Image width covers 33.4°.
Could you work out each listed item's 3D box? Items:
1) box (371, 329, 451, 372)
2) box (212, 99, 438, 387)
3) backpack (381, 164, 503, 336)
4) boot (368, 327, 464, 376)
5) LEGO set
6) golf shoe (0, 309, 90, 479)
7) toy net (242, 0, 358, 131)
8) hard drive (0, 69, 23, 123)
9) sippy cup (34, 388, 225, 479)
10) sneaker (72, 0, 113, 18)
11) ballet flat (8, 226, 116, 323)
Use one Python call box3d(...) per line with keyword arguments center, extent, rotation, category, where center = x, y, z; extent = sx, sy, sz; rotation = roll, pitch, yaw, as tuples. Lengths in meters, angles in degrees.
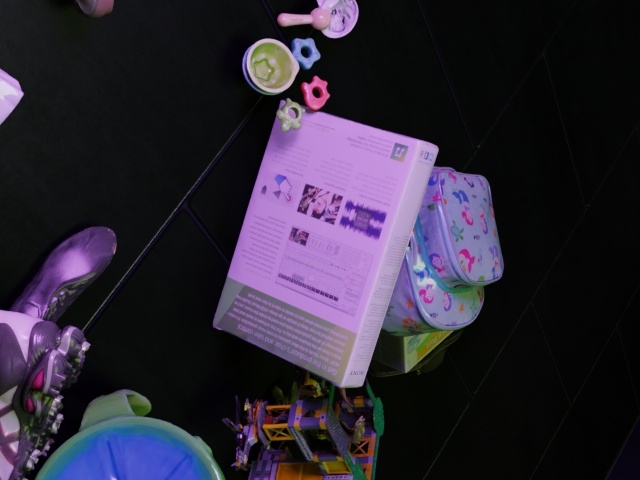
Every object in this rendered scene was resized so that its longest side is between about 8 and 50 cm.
box3d(center=(0.157, 0.107, 1.754), extent=(0.203, 0.103, 0.114), rotation=(-35, 133, -38), category="box")
box3d(center=(0.000, 0.000, 1.377), extent=(0.058, 0.232, 0.322), rotation=(12, 98, -54), category="box")
box3d(center=(0.156, 0.013, 1.569), extent=(0.225, 0.191, 0.253), rotation=(3, 82, -56), category="backpack")
box3d(center=(0.157, 0.209, 1.845), extent=(0.198, 0.077, 0.137), rotation=(-21, 150, -24), category="boot")
box3d(center=(-0.039, 0.264, 1.560), extent=(0.331, 0.192, 0.255), rotation=(63, 27, -51), category="LEGO set")
box3d(center=(-0.339, 0.182, 1.144), extent=(0.105, 0.120, 0.272), rotation=(-71, -174, -61), category="golf shoe")
box3d(center=(-0.005, -0.251, 1.359), extent=(0.122, 0.045, 0.232), rotation=(45, 65, -15), category="toy net")
box3d(center=(-0.411, -0.126, 0.798), extent=(0.203, 0.040, 0.307), rotation=(-46, 130, 9), category="hard drive")
box3d(center=(-0.199, 0.345, 1.244), extent=(0.224, 0.240, 0.305), rotation=(72, 36, -64), category="sippy cup")
box3d(center=(-0.263, -0.298, 1.025), extent=(0.086, 0.064, 0.192), rotation=(-30, 130, -32), category="sneaker")
box3d(center=(-0.292, 0.050, 1.184), extent=(0.173, 0.057, 0.049), rotation=(-51, -179, -23), category="ballet flat")
